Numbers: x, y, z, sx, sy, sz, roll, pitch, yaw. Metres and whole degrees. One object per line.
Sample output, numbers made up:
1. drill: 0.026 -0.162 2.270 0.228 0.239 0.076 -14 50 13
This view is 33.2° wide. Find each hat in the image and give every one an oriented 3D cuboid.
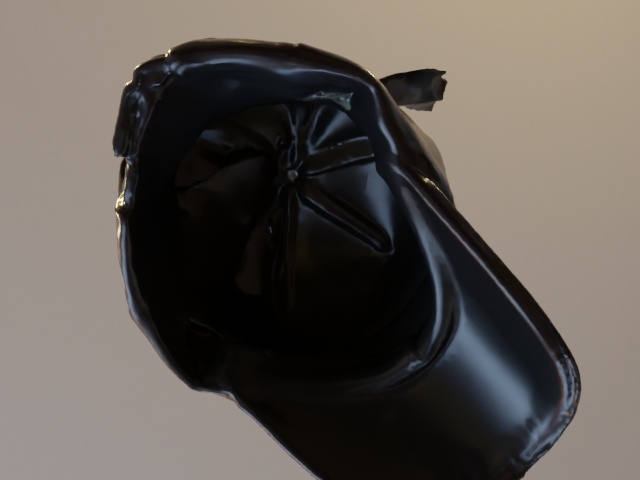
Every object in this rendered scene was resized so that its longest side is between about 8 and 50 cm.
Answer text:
1. hat: 0.023 0.009 0.714 0.336 0.209 0.238 42 -67 2
